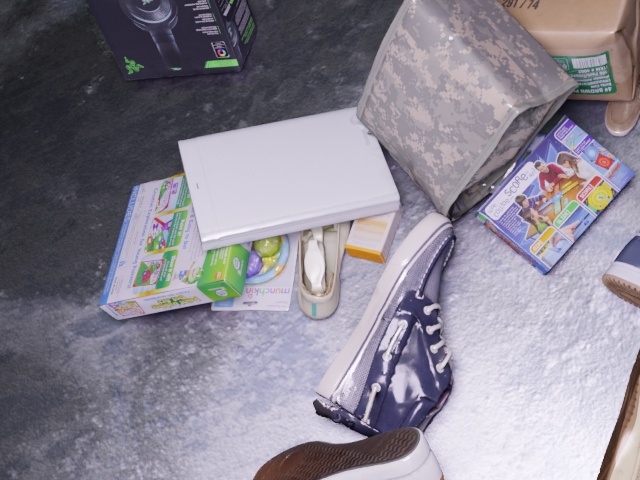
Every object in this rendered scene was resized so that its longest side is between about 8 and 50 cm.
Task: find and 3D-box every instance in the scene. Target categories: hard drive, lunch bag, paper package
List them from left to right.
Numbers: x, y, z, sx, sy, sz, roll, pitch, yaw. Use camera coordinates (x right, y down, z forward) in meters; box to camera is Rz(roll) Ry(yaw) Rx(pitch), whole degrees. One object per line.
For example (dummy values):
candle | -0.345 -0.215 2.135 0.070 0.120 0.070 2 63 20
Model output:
hard drive | -0.053 -0.102 1.449 0.307 0.040 0.203 -12 56 -9
lunch bag | 0.190 -0.194 1.346 0.169 0.287 0.235 -27 71 -36
paper package | 0.349 -0.386 1.456 0.325 0.168 0.309 8 66 31

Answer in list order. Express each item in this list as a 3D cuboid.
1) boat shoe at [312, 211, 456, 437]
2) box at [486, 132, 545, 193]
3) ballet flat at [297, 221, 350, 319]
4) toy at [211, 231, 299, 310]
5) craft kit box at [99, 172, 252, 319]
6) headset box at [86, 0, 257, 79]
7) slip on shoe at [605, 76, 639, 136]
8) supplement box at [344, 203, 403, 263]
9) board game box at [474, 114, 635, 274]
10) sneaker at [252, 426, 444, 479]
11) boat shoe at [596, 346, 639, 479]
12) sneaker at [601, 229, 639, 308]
boat shoe | 0.142 0.135 1.318 0.158 0.127 0.340 28 83 22
box | 0.251 -0.138 1.456 0.178 0.042 0.109 20 73 26
ballet flat | 0.000 0.000 1.450 0.086 0.086 0.248 -8 61 16
toy | -0.106 -0.005 1.506 0.137 0.056 0.237 -1 63 20
craft kit box | -0.221 -0.006 1.501 0.247 0.061 0.250 -14 50 29
headset box | -0.274 -0.429 1.663 0.246 0.283 0.131 0 48 18
slip on shoe | 0.475 -0.224 1.422 0.051 0.041 0.135 23 73 28
supplement box | 0.085 -0.019 1.456 0.062 0.036 0.098 13 68 24
board game box | 0.345 -0.068 1.364 0.136 0.035 0.201 43 82 10
sneaker | 0.035 0.341 1.253 0.290 0.123 0.106 -17 25 34
boat shoe | 0.438 0.202 1.145 0.110 0.121 0.341 19 96 14
sneaker | 0.535 0.052 1.224 0.282 0.099 0.153 28 78 32
